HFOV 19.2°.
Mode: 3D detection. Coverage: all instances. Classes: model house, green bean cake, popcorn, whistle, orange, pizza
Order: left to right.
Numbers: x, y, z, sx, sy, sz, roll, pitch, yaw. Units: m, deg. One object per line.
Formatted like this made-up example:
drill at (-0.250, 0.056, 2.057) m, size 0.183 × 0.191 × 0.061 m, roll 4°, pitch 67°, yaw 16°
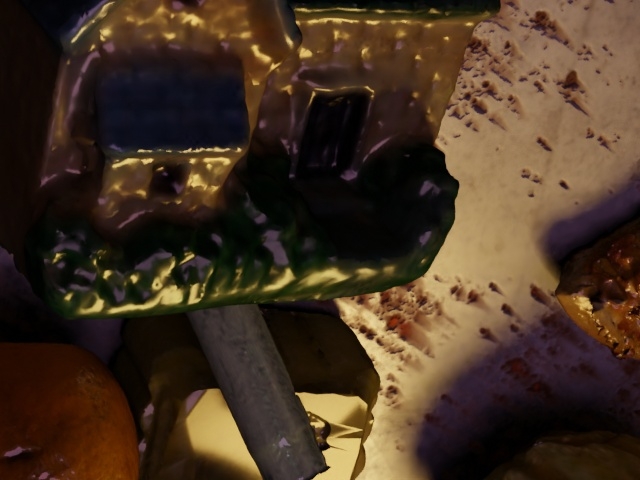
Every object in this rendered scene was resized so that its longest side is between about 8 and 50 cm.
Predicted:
orange at (-0.255, 0.194, 1.611) m, size 0.183 × 0.249 × 0.249 m, roll -9°, pitch 124°, yaw -44°
whistle at (-0.081, 0.064, 1.599) m, size 0.062 × 0.062 × 0.312 m, roll -24°, pitch 90°, yaw -6°
model house at (-0.067, -0.170, 1.414) m, size 0.382 × 0.334 × 0.342 m, roll 0°, pitch 121°, yaw -32°
green bean cake at (-0.077, 0.183, 1.726) m, size 0.236 × 0.124 × 0.233 m, roll 5°, pitch 117°, yaw -23°
popcorn at (0.270, 0.316, 1.863) m, size 0.282 × 0.247 × 0.282 m, roll -20°, pitch 132°, yaw -25°
pizza at (0.365, 0.053, 1.839) m, size 0.305 × 0.085 × 0.161 m, roll 4°, pitch 116°, yaw -23°
